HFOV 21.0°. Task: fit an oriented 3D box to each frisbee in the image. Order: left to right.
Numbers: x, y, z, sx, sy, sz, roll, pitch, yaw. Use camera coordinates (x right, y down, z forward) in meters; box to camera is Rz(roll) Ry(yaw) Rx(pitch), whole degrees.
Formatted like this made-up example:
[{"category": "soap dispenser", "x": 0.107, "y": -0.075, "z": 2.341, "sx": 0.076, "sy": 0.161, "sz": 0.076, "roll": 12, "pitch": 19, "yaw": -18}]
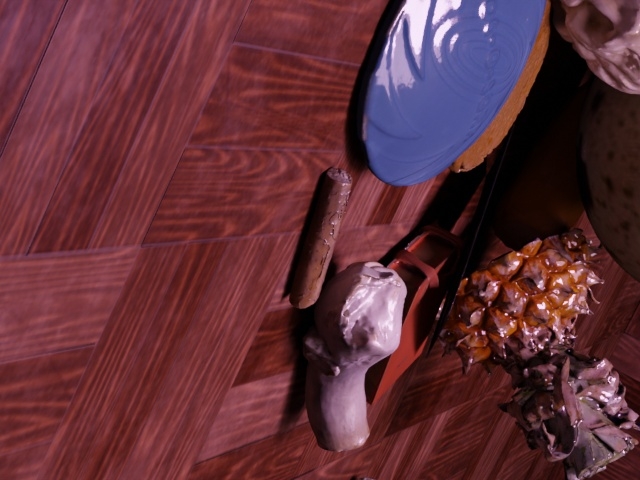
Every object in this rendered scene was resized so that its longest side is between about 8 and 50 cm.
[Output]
[{"category": "frisbee", "x": 0.140, "y": -0.173, "z": 1.616, "sx": 0.289, "sy": 0.049, "sz": 0.289, "roll": -40, "pitch": 147, "yaw": -33}]

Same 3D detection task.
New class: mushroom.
[{"category": "mushroom", "x": 0.029, "y": 0.118, "z": 1.761, "sx": 0.099, "sy": 0.096, "sz": 0.278, "roll": -46, "pitch": 161, "yaw": -37}]

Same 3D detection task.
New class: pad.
[{"category": "pad", "x": 0.169, "y": 0.004, "z": 1.967, "sx": 0.170, "sy": 0.006, "sz": 0.245, "roll": 103, "pitch": 7, "yaw": -71}]

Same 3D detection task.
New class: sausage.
[{"category": "sausage", "x": 0.333, "y": -0.124, "z": 2.215, "sx": 0.328, "sy": 0.112, "sz": 0.112, "roll": -56, "pitch": 162, "yaw": -20}]

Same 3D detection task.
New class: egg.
[{"category": "egg", "x": 0.477, "y": -0.130, "z": 2.043, "sx": 0.345, "sy": 0.345, "sz": 0.427, "roll": 70, "pitch": 27, "yaw": -67}]

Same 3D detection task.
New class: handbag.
[{"category": "handbag", "x": 0.095, "y": 0.079, "z": 1.939, "sx": 0.127, "sy": 0.063, "sz": 0.190, "roll": -40, "pitch": 155, "yaw": -49}]

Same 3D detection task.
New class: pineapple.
[{"category": "pineapple", "x": 0.291, "y": 0.158, "z": 2.123, "sx": 0.263, "sy": 0.271, "sz": 0.262, "roll": -25, "pitch": 162, "yaw": -9}]

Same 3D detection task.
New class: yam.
[{"category": "yam", "x": 0.000, "y": 0.000, "z": 1.600, "sx": 0.032, "sy": 0.032, "sz": 0.145, "roll": -37, "pitch": 149, "yaw": -53}]

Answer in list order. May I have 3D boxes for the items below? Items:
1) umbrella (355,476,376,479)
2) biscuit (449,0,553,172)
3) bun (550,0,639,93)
[{"category": "umbrella", "x": 0.063, "y": 0.358, "z": 2.273, "sx": 0.143, "sy": 0.067, "sz": 0.062, "roll": 81, "pitch": 12, "yaw": -54}, {"category": "biscuit", "x": 0.181, "y": -0.171, "z": 1.816, "sx": 0.226, "sy": 0.042, "sz": 0.226, "roll": -52, "pitch": 160, "yaw": -28}, {"category": "bun", "x": 0.315, "y": -0.259, "z": 1.852, "sx": 0.133, "sy": 0.231, "sz": 0.231, "roll": -18, "pitch": 154, "yaw": -4}]
